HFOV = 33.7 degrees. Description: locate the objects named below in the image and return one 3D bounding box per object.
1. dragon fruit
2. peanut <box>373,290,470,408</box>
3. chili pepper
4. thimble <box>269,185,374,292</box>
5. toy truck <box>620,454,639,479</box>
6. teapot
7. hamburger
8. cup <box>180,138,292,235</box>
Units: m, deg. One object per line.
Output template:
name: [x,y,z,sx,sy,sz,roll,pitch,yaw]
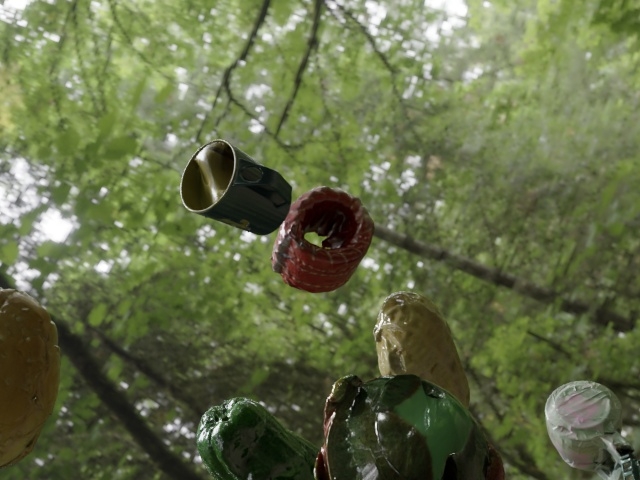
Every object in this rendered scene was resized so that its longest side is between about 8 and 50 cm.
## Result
dragon fruit: [0.120,0.300,1.459,0.295,0.268,0.130,-55,-14,-43]
peanut: [0.185,0.250,1.918,0.153,0.140,0.325,-12,-88,-29]
chili pepper: [-0.103,0.494,2.205,0.213,0.167,0.385,-37,-76,7]
thimble: [0.006,-0.001,1.956,0.189,0.163,0.125,-49,-9,-40]
toy truck: [0.596,0.372,1.717,0.177,0.115,0.080,9,-118,-21]
teapot: [0.610,0.428,2.333,0.163,0.221,0.178,-50,-38,-31]
hamburger: [-0.508,0.205,1.534,0.144,0.259,0.283,97,170,-77]
cup: [-0.122,-0.084,1.785,0.155,0.176,0.131,27,-112,-46]
